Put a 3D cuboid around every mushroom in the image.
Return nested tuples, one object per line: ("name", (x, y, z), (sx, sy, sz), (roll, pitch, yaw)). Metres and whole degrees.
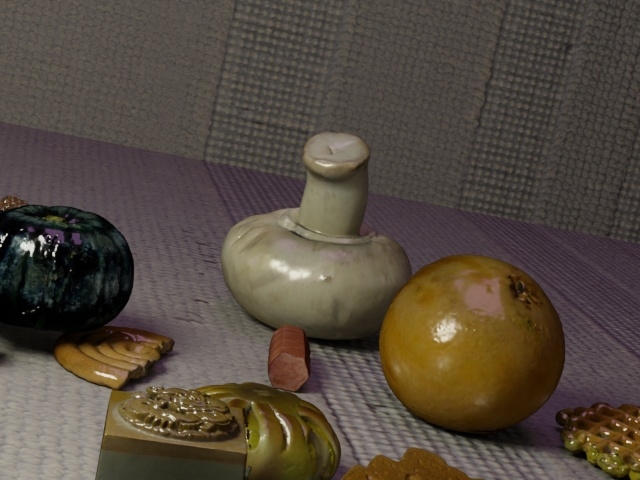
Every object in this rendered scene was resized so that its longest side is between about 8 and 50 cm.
("mushroom", (-0.002, 0.036, 2.297), (0.315, 0.315, 0.356), (12, -23, -2))

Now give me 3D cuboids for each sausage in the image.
("sausage", (-0.044, 0.164, 2.071), (0.065, 0.065, 0.169), (12, 13, -4))

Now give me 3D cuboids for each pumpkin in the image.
("pumpkin", (-0.370, 0.040, 1.932), (0.233, 0.163, 0.233), (8, 8, -1))

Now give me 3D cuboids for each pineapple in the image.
("pineapple", (-0.493, -0.023, 2.485), (0.159, 0.074, 0.074), (25, 15, 19))

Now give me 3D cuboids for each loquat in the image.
("loquat", (0.215, 0.152, 2.015), (0.263, 0.263, 0.263), (12, 11, -2))

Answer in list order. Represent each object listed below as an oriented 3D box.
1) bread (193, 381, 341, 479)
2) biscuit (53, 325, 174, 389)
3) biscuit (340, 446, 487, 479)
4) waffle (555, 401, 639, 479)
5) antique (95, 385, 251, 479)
("bread", (-0.082, 0.222, 1.651), (0.213, 0.105, 0.213), (9, 10, -2))
("biscuit", (-0.288, 0.149, 1.949), (0.144, 0.033, 0.224), (15, 11, 11))
("biscuit", (0.113, 0.300, 1.639), (0.238, 0.041, 0.212), (5, 19, -33))
("waffle", (0.454, 0.296, 2.029), (0.243, 0.059, 0.238), (9, 15, -9))
("antique", (-0.148, 0.229, 1.425), (0.151, 0.148, 0.147), (9, 10, -8))
